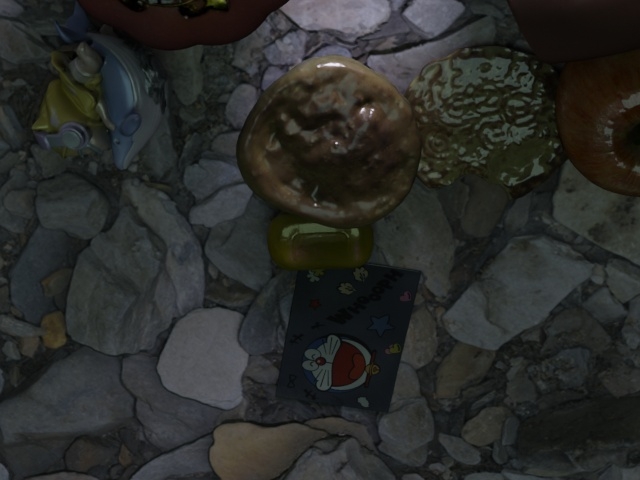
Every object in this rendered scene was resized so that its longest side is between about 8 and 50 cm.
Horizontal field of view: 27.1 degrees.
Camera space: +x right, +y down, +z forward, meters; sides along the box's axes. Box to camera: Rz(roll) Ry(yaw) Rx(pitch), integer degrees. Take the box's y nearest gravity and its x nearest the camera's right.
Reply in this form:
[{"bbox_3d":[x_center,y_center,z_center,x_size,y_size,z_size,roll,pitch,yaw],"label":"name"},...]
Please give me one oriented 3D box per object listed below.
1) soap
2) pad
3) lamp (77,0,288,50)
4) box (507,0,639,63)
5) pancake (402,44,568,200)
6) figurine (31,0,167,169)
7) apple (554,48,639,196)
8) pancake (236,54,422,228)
[{"bbox_3d":[0.000,-0.001,1.749,0.140,0.045,0.088,-2,123,2],"label":"soap"},{"bbox_3d":[0.034,0.133,1.849,0.170,0.006,0.245,9,120,-3],"label":"pad"},{"bbox_3d":[-0.155,-0.346,1.443,0.306,0.239,0.305,1,121,1],"label":"lamp"},{"bbox_3d":[0.301,-0.332,1.416,0.216,0.301,0.301,-22,117,22],"label":"box"},{"bbox_3d":[0.210,-0.146,1.668,0.235,0.029,0.211,15,119,-7],"label":"pancake"},{"bbox_3d":[-0.275,-0.182,1.614,0.184,0.128,0.208,-17,110,14],"label":"figurine"},{"bbox_3d":[0.382,-0.158,1.567,0.211,0.188,0.211,2,119,5],"label":"apple"},{"bbox_3d":[0.010,-0.111,1.643,0.242,0.050,0.241,-1,119,-2],"label":"pancake"}]
